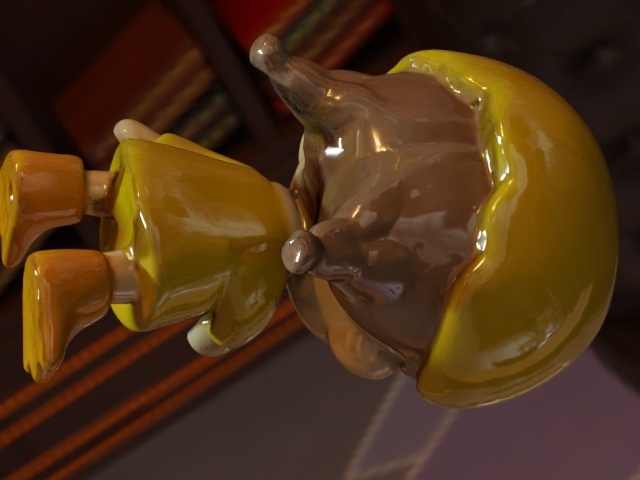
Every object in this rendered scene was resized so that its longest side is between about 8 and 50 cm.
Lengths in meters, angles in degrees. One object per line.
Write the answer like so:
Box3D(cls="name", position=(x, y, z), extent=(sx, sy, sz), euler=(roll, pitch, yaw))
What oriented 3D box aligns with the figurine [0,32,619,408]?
Box3D(cls="figurine", position=(0.000, 0.000, 1.059), extent=(0.187, 0.344, 0.215), euler=(112, 148, -58))
